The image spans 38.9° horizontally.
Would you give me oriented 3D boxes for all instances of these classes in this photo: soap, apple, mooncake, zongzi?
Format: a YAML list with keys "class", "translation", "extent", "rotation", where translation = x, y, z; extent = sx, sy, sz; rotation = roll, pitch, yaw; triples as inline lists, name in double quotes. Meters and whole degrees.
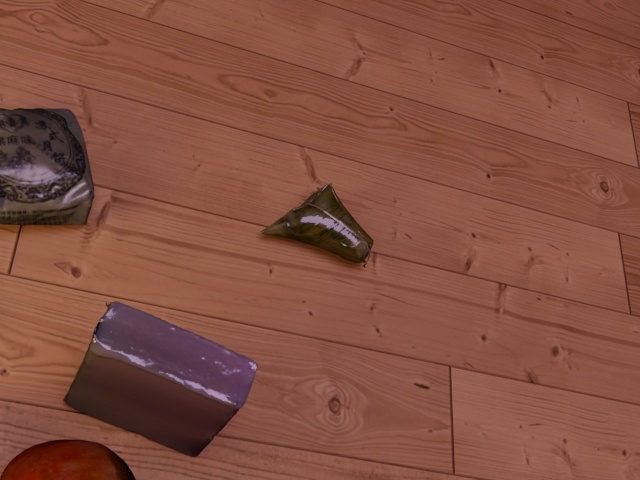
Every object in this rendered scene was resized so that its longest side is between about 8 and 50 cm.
- class: "soap"
  translation: [-0.296, 0.259, 1.626]
  extent: [0.285, 0.296, 0.107]
  rotation: [25, 52, -12]
- class: "apple"
  translation: [-0.418, 0.439, 1.514]
  extent: [0.229, 0.230, 0.230]
  rotation: [11, 58, -19]
- class: "mooncake"
  translation: [-0.589, -0.151, 1.826]
  extent: [0.254, 0.136, 0.250]
  rotation: [-7, 62, -28]
- class: "zongzi"
  translation: [0.001, 0.003, 2.036]
  extent: [0.204, 0.094, 0.205]
  rotation: [-33, 79, -31]
